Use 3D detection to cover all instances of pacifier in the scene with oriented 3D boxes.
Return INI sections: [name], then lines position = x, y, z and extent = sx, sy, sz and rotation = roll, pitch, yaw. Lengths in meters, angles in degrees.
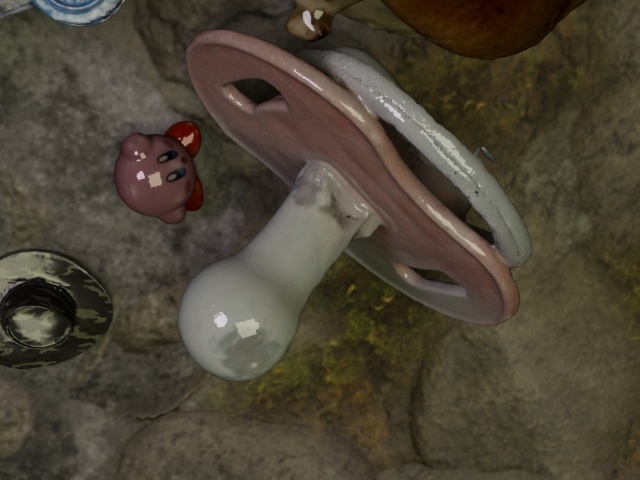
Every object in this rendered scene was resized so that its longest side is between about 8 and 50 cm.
[pacifier]
position = 0.010, -0.024, 0.762
extent = 0.273, 0.220, 0.332
rotation = -36, 115, 18

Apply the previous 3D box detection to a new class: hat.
[hat]
position = -0.235, 0.066, 0.831
extent = 0.121, 0.050, 0.121
rotation = -6, 109, -16

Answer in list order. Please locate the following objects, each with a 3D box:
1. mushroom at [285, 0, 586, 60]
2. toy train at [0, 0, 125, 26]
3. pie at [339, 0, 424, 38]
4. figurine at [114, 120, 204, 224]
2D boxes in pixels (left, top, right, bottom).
[mushroom]
position = 0.095, -0.284, 0.641
extent = 0.345, 0.260, 0.345
rotation = 7, 79, -38
[toy train]
position = -0.266, -0.221, 0.670
extent = 0.300, 0.131, 0.202
rotation = -20, 114, -3
[pie]
position = 0.096, -0.315, 0.768
extent = 0.315, 0.092, 0.315
rotation = -4, 108, -14
[figurine]
position = -0.134, -0.051, 0.808
extent = 0.067, 0.071, 0.083
rotation = -6, 107, 32
